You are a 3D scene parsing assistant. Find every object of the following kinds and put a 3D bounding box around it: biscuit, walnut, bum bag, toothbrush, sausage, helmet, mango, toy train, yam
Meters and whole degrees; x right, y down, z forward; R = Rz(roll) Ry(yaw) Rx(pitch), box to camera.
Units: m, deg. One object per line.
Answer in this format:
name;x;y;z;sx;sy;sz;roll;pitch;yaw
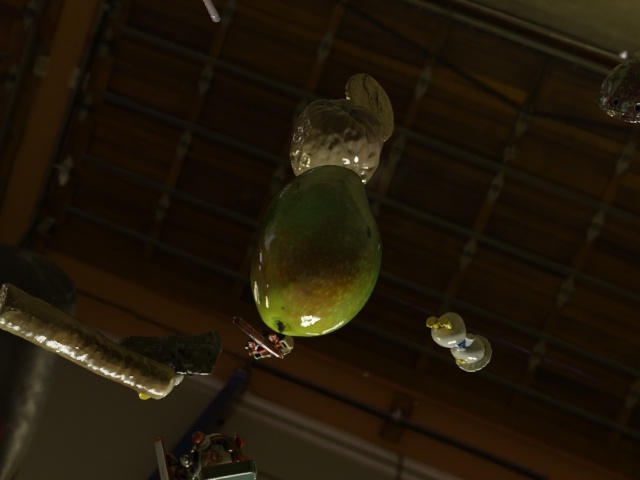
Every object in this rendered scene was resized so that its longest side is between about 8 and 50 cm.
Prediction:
biscuit;0.145;-0.383;2.301;0.033;0.219;0.220;-20;162;38
walnut;0.038;-0.232;2.002;0.248;0.248;0.248;20;-170;-4
bum bag;-0.343;0.263;1.822;0.248;0.069;0.102;-4;-131;-14
toothbrush;-0.330;-0.683;1.917;0.024;0.029;0.354;11;138;44
sausage;-0.169;0.266;2.187;0.198;0.025;0.028;43;-142;-26
helmet;0.672;-0.325;1.685;0.153;0.107;0.177;22;-147;23
mango;0.000;0.000;1.382;0.201;0.225;0.382;46;-143;-27
toy train;-0.148;0.298;2.296;0.087;0.138;0.050;58;-155;-20
yam;-0.408;0.187;1.408;0.357;0.081;0.081;33;-176;-27

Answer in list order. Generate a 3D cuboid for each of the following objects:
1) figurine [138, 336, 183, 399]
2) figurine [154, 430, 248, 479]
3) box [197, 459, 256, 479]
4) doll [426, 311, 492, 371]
figurine;-0.414;0.323;2.036;0.109;0.178;0.129;-20;-106;-49
figurine;-0.296;0.576;2.066;0.226;0.183;0.160;-9;168;-22
box;-0.200;0.517;1.738;0.126;0.091;0.031;-7;-131;-8
doll;0.408;0.296;2.339;0.138;0.119;0.293;-1;152;38
